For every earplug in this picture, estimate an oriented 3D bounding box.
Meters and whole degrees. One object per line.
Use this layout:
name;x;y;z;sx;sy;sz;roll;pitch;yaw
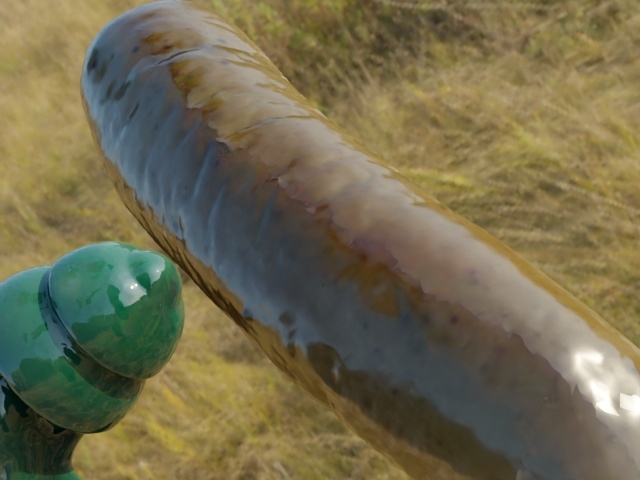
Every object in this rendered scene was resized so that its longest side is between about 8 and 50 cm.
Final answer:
earplug;-0.203;0.135;1.003;0.280;0.257;0.164;-46;-2;20

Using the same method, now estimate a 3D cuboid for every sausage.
sausage;-0.002;0.001;0.609;0.136;0.123;0.501;-10;37;-36
